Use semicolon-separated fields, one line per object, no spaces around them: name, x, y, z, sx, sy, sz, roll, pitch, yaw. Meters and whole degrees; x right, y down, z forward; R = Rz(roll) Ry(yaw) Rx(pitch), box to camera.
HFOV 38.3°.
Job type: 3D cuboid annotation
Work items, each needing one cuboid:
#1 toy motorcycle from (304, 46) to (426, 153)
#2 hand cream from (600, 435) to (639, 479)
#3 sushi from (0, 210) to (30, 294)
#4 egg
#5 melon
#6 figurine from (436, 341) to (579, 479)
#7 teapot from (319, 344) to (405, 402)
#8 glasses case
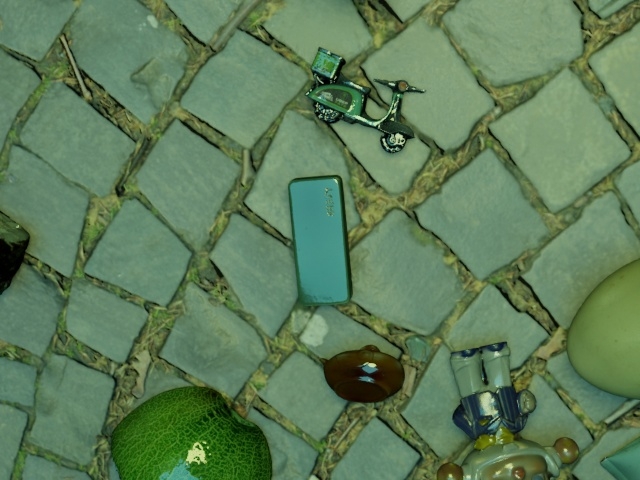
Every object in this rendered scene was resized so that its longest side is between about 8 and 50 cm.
toy motorcycle;0.060;-0.193;1.280;0.173;0.058;0.100;25;96;7
hand cream;0.546;0.257;1.276;0.312;0.070;0.111;-43;92;21
sushi;-0.553;-0.008;1.373;0.225;0.124;0.127;33;102;3
egg;0.444;0.114;1.196;0.253;0.188;0.189;-26;94;19
melon;-0.182;0.326;1.365;0.265;0.129;0.169;38;99;3
figurine;0.240;0.286;1.293;0.194;0.133;0.274;-33;86;-11
teapot;0.060;0.186;1.333;0.129;0.078;0.098;-6;138;24
glasses case;0.000;0.000;1.326;0.077;0.039;0.184;-4;98;10
